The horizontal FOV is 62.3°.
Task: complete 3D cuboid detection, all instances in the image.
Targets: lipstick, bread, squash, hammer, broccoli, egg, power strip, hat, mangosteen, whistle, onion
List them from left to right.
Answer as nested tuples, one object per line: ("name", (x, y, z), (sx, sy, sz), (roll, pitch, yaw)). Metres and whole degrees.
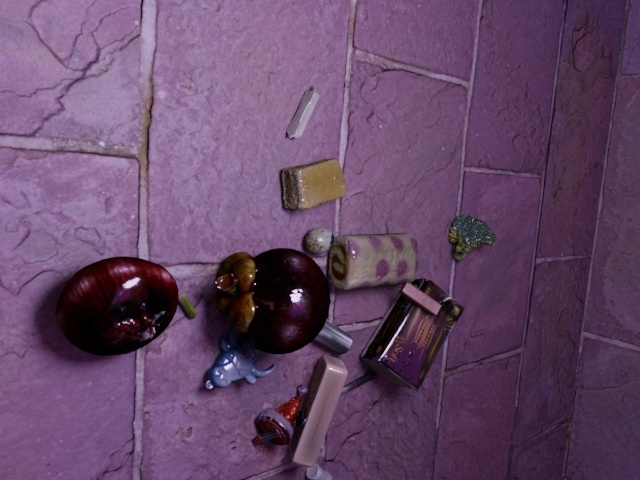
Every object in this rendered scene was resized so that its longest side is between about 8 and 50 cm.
("onion", (-0.450, 0.169, 1.228), (0.273, 0.285, 0.273), (-28, 137, -29))
("squash", (-0.365, 0.182, 1.454), (0.027, 0.027, 0.083), (-40, 121, -27))
("whistle", (-0.230, 0.345, 1.556), (0.269, 0.093, 0.180), (-38, 95, -30))
("mangosteen", (-0.141, 0.157, 1.465), (0.347, 0.307, 0.306), (19, 86, -25))
("hat", (-0.110, 0.557, 1.706), (0.227, 0.129, 0.140), (-44, 166, -45))
("power strip", (-0.050, -0.387, 1.595), (0.030, 0.048, 0.191), (33, 78, -43))
("bread", (-0.021, -0.174, 1.625), (0.196, 0.102, 0.138), (-23, 115, -38))
("egg", (0.000, 0.000, 1.686), (0.110, 0.085, 0.085), (-6, 102, -45))
("hammer", (0.094, 0.532, 1.901), (0.288, 0.033, 0.111), (-18, 109, -37))
("bread", (0.185, 0.067, 1.808), (0.338, 0.155, 0.187), (-1, 96, -41))
("lipstick", (0.345, 0.202, 1.832), (0.145, 0.045, 0.045), (35, 72, -2))
("broccoli", (0.604, 0.004, 2.161), (0.220, 0.194, 0.194), (-34, 121, -57))

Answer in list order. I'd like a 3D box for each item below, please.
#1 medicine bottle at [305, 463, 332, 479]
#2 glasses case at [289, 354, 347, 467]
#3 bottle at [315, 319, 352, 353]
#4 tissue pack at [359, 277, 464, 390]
("medicine bottle", (-0.005, 0.826, 1.858), (0.057, 0.057, 0.089), (-55, 127, -18))
("glasses case", (-0.009, 0.551, 1.724), (0.076, 0.144, 0.336), (20, 90, -7))
("bottle", (0.002, 0.305, 1.756), (0.096, 0.079, 0.254), (-37, 131, 17))
("tissue pack", (0.324, 0.339, 1.934), (0.210, 0.198, 0.370), (39, 73, -16))
